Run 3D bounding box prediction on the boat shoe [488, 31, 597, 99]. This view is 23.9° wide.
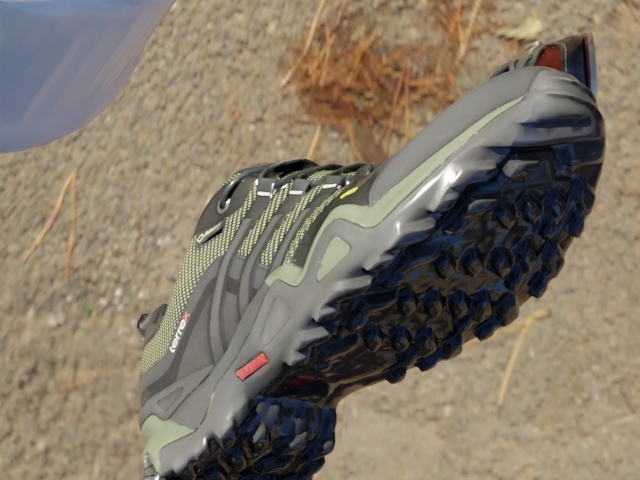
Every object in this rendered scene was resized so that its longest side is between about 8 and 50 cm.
[{"bbox_3d":[0.121,-0.086,0.822,0.043,0.137,0.049,2,91,-3],"label":"boat shoe"}]

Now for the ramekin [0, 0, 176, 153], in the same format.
[{"bbox_3d":[-0.189,-0.199,0.821,0.277,0.277,0.135,38,139,-13],"label":"ramekin"}]

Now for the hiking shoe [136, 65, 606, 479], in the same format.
[{"bbox_3d":[0.000,0.000,0.548,0.086,0.114,0.227,19,128,-43],"label":"hiking shoe"}]
